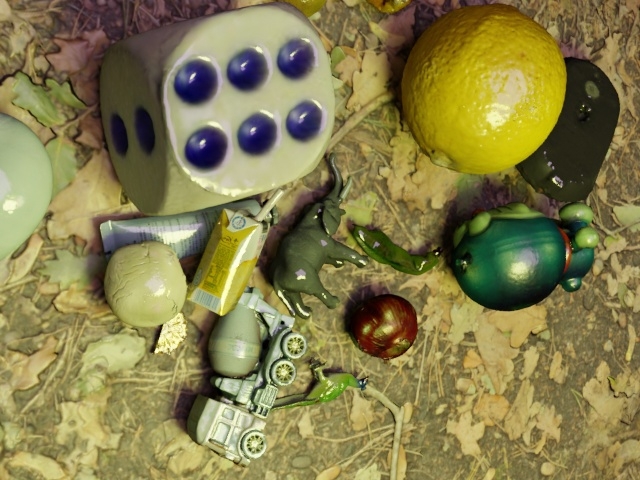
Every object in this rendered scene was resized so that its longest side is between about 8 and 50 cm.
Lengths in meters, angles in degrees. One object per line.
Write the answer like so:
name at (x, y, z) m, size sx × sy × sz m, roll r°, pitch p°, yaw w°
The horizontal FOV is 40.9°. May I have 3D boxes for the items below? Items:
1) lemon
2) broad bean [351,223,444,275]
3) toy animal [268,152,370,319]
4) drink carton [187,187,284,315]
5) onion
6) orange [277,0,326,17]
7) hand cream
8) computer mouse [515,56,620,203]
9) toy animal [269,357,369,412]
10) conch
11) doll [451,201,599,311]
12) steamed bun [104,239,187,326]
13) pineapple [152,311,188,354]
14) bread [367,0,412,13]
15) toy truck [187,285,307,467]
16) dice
lemon at (0.267, -0.249, 1.418) m, size 0.293 × 0.293 × 0.293 m, roll -2°, pitch 95°, yaw -31°
broad bean at (0.127, 0.021, 1.481) m, size 0.195 × 0.046 × 0.061 m, roll 14°, pitch 94°, yaw -29°
toy animal at (0.008, 0.003, 1.385) m, size 0.137 × 0.082 × 0.269 m, roll 40°, pitch 64°, yaw -29°
drink carton at (-0.123, 0.005, 1.245) m, size 0.074 × 0.084 × 0.200 m, roll 24°, pitch 96°, yaw 10°
onion at (0.112, 0.143, 1.442) m, size 0.117 × 0.118 × 0.119 m, roll 18°, pitch 84°, yaw -53°
orange at (-0.026, -0.395, 1.339) m, size 0.095 × 0.085 × 0.085 m, roll -45°, pitch 114°, yaw -18°
hand cream at (-0.192, -0.015, 1.285) m, size 0.271 × 0.058 × 0.091 m, roll -16°, pitch 113°, yaw -26°
computer mouse at (0.453, -0.204, 1.600) m, size 0.183 × 0.116 × 0.323 m, roll 34°, pitch 60°, yaw -7°
toy animal at (-0.019, 0.239, 1.412) m, size 0.217 × 0.041 × 0.075 m, roll -11°, pitch 106°, yaw -26°
conch at (-0.448, -0.062, 1.102) m, size 0.185 × 0.121 × 0.221 m, roll 20°, pitch 87°, yaw -1°
doll at (0.366, 0.026, 1.534) m, size 0.322 × 0.198 × 0.186 m, roll -5°, pitch 70°, yaw -27°
steamed bun at (-0.247, 0.070, 1.213) m, size 0.112 × 0.091 × 0.130 m, roll -13°, pitch 134°, yaw -21°
pineapple at (-0.222, 0.137, 1.296) m, size 0.045 × 0.019 × 0.083 m, roll 17°, pitch 85°, yaw -25°
bread at (0.208, -0.539, 1.411) m, size 0.109 × 0.185 × 0.380 m, roll 39°, pitch 74°, yaw -20°
toy truck at (-0.122, 0.203, 1.314) m, size 0.140 × 0.108 × 0.257 m, roll 26°, pitch 78°, yaw -17°
dice at (-0.144, -0.182, 1.184) m, size 0.259 × 0.251 × 0.243 m, roll -18°, pitch 101°, yaw -28°
